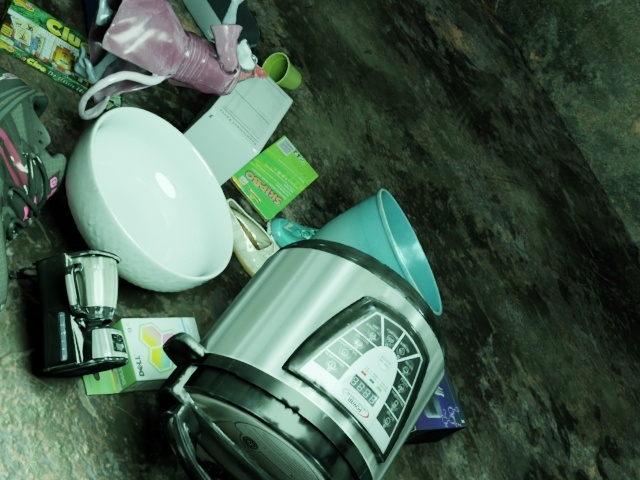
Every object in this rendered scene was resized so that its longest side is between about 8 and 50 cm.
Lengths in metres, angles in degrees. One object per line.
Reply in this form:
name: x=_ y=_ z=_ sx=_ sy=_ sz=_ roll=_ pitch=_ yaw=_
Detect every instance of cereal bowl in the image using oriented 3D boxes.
cereal bowl: x=-0.314 y=-0.056 z=1.607 sx=0.339 sy=0.141 sz=0.339 roll=42 pitch=33 yaw=-36

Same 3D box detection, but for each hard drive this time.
hard drive: x=-0.254 y=-0.575 z=2.208 sx=0.172 sy=0.054 sz=0.255 roll=-22 pitch=79 yaw=-54

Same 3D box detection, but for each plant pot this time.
plant pot: x=0.068 y=0.074 z=1.827 sx=0.272 sy=0.255 sz=0.272 roll=58 pitch=15 yaw=-25
plant pot: x=-0.088 y=-0.404 z=2.245 sx=0.079 sy=0.083 sz=0.083 roll=22 pitch=45 yaw=-54

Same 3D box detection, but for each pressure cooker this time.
pressure cooker: x=-0.033 y=0.257 z=1.465 sx=0.420 sy=0.370 sz=0.375 roll=-51 pitch=148 yaw=-32

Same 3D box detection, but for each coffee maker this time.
coffee maker: x=-0.382 y=0.118 z=1.422 sx=0.120 sy=0.171 sz=0.178 roll=12 pitch=66 yaw=-51

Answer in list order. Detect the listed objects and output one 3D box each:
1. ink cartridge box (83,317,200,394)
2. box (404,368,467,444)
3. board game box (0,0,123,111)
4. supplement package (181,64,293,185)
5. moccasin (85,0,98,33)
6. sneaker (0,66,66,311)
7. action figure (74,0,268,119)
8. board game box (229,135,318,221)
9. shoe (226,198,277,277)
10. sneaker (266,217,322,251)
ink cartridge box: x=-0.291 y=0.188 z=1.520 sx=0.209 sy=0.062 sz=0.109 roll=5 pitch=58 yaw=-46
box: x=0.180 y=0.291 z=1.947 sx=0.184 sy=0.103 sz=0.261 roll=10 pitch=54 yaw=-48
board game box: x=-0.492 y=-0.358 z=1.776 sx=0.259 sy=0.030 sz=0.136 roll=29 pitch=40 yaw=-31
supplement package: x=-0.181 y=-0.252 z=1.953 sx=0.139 sy=0.134 sz=0.244 roll=44 pitch=36 yaw=-14
moccasin: x=-0.428 y=-0.536 z=1.937 sx=0.117 sy=0.137 sz=0.342 roll=18 pitch=63 yaw=-46
sneaker: x=-0.490 y=-0.091 z=1.423 sx=0.202 sy=0.185 sz=0.483 roll=18 pitch=49 yaw=-34
action figure: x=-0.260 y=-0.355 z=1.769 sx=0.370 sy=0.248 sz=0.276 roll=14 pitch=57 yaw=-30
board game box: x=-0.103 y=-0.136 z=2.031 sx=0.124 sy=0.039 sz=0.259 roll=50 pitch=33 yaw=-4
shoe: x=-0.136 y=0.009 z=1.852 sx=0.219 sy=0.058 sz=0.076 roll=50 pitch=35 yaw=-6
sneaker: x=0.000 y=0.000 z=1.972 sx=0.275 sy=0.110 sz=0.107 roll=17 pitch=49 yaw=-40
